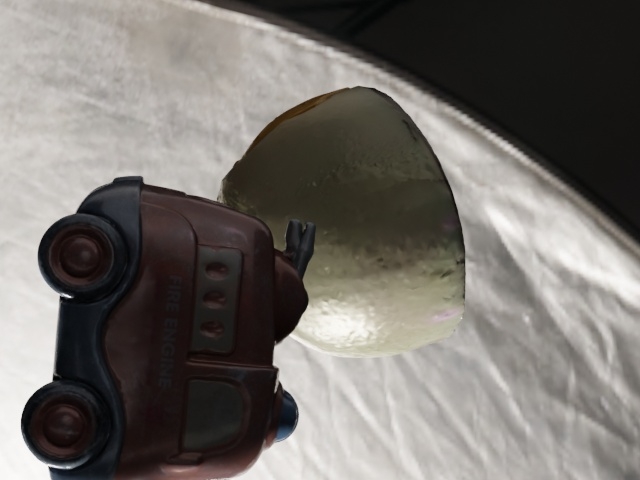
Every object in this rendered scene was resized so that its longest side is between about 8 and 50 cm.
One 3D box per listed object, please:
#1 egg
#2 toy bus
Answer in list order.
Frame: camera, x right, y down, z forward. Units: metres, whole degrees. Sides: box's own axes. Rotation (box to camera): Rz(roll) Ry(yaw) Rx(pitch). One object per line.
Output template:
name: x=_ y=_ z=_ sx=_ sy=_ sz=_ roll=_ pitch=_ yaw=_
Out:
egg: x=0.000 y=0.000 z=1.417 sx=0.201 sy=0.337 sz=0.337 roll=-21 pitch=134 yaw=-20
toy bus: x=-0.128 y=0.093 z=1.124 sx=0.232 sy=0.294 sz=0.197 roll=5 pitch=175 yaw=-6
